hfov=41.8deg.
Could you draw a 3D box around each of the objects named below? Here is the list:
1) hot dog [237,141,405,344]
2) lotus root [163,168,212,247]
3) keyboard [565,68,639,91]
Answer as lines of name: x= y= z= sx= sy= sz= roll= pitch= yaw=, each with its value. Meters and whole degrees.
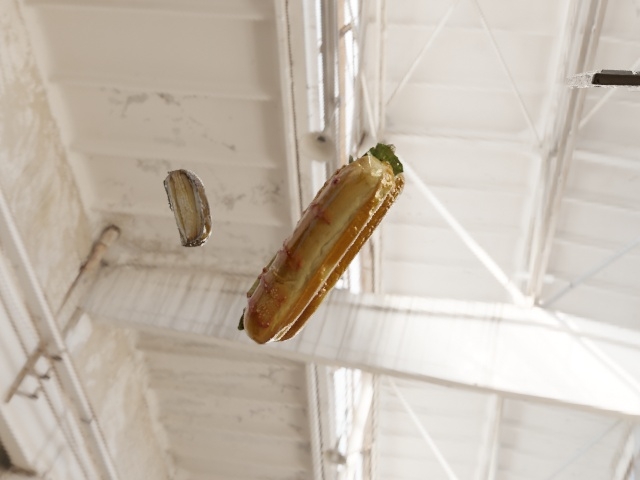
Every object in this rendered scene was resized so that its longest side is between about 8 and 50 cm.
hot dog: x=0.000 y=0.000 z=0.871 sx=0.076 sy=0.104 sz=0.250 roll=37 pitch=-77 yaw=15
lotus root: x=-0.126 y=-0.034 z=0.830 sx=0.037 sy=0.083 sz=0.030 roll=-25 pitch=-20 yaw=20
keyboard: x=0.302 y=-0.155 z=0.824 sx=0.101 sy=0.310 sz=0.018 roll=6 pitch=-79 yaw=12
